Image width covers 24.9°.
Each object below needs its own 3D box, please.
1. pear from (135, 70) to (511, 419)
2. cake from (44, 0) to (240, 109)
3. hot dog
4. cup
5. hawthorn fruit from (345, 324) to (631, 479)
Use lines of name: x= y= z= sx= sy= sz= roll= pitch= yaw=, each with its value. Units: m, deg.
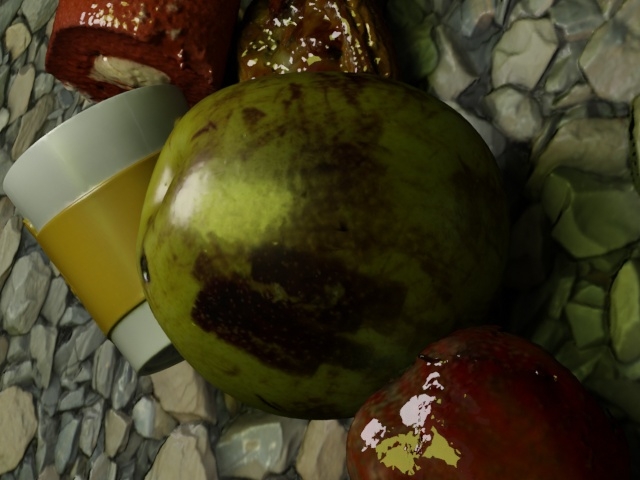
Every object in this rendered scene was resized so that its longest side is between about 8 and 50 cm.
pear: x=0.000 y=0.000 z=1.088 sx=0.283 sy=0.283 sz=0.283 roll=-24 pitch=57 yaw=42
cake: x=-0.172 y=-0.208 z=1.408 sx=0.283 sy=0.177 sz=0.151 roll=138 pitch=145 yaw=-78
hot dog: x=0.000 y=-0.174 z=1.308 sx=0.160 sy=0.099 sz=0.227 roll=-48 pitch=46 yaw=25
cup: x=-0.151 y=-0.006 z=1.334 sx=0.185 sy=0.241 sz=0.226 roll=-33 pitch=79 yaw=8
hawthorn fruit: x=0.123 y=0.175 z=0.958 sx=0.181 sy=0.181 sz=0.235 roll=-42 pitch=66 yaw=30
